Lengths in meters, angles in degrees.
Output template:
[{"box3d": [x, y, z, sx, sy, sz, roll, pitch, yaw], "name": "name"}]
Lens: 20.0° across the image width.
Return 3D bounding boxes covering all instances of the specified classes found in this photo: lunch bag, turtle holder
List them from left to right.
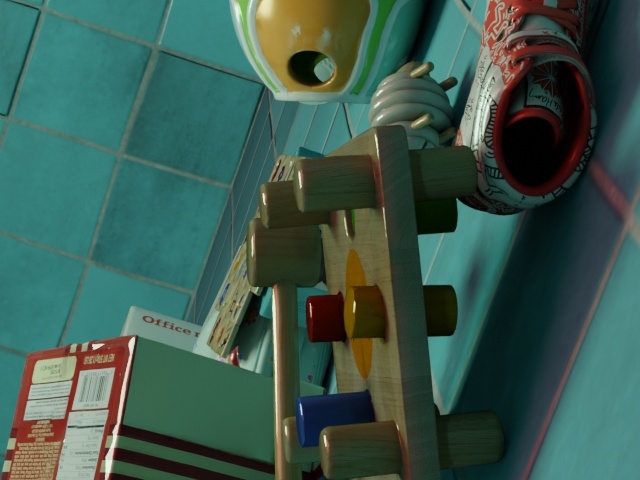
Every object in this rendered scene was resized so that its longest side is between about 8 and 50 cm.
[{"box3d": [-0.073, 0.176, 2.047, 0.224, 0.108, 0.279, -38, 34, 52], "name": "lunch bag"}, {"box3d": [0.001, -0.275, 2.127, 0.320, 0.243, 0.227, -164, 74, -73], "name": "turtle holder"}]

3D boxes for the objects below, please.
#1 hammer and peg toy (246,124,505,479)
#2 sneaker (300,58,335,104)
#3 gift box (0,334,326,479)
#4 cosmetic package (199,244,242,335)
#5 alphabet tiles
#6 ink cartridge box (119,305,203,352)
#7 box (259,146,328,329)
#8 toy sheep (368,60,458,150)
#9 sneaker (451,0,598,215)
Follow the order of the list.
[{"box3d": [0.032, 0.064, 1.359, 0.361, 0.127, 0.266, 156, 108, -80], "name": "hammer and peg toy"}, {"box3d": [0.034, -0.306, 2.450, 0.256, 0.094, 0.151, -54, 24, 37], "name": "sneaker"}, {"box3d": [-0.138, 0.216, 1.763, 0.255, 0.258, 0.276, -4, 69, 54], "name": "gift box"}, {"box3d": [-0.081, 0.108, 2.277, 0.231, 0.117, 0.085, 120, 164, -53], "name": "cosmetic package"}, {"box3d": [-0.071, 0.016, 2.024, 0.198, 0.009, 0.237, -162, 94, -78], "name": "alphabet tiles"}, {"box3d": [-0.225, 0.268, 2.619, 0.270, 0.198, 0.197, -83, 12, -56], "name": "ink cartridge box"}, {"box3d": [0.000, 0.000, 2.012, 0.244, 0.100, 0.060, -83, 14, -52], "name": "box"}, {"box3d": [0.088, -0.115, 1.733, 0.091, 0.091, 0.132, 119, 161, -55], "name": "toy sheep"}, {"box3d": [0.162, -0.149, 1.283, 0.145, 0.090, 0.270, -171, 95, -81], "name": "sneaker"}]
